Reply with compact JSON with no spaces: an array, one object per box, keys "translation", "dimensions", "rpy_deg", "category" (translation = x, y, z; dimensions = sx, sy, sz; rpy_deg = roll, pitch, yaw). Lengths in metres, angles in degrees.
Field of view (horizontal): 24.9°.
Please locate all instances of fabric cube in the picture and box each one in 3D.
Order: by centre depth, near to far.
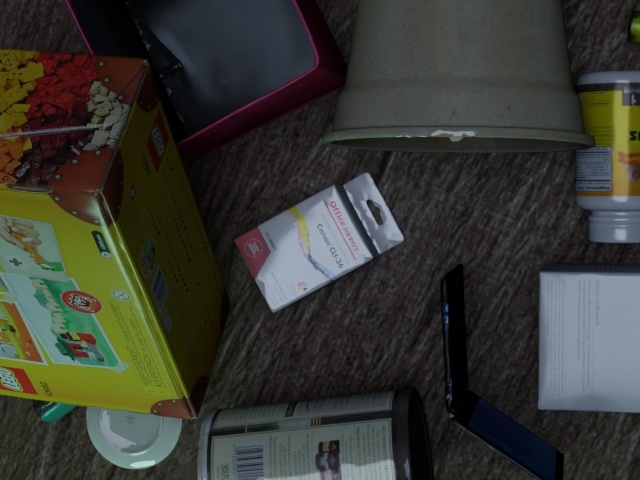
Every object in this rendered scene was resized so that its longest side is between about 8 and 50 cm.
[{"translation":[-0.136,-0.267,1.867],"dimensions":[0.259,0.258,0.254],"rpy_deg":[-27,87,11],"category":"fabric cube"}]

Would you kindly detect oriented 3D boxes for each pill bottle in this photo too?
[{"translation":[0.383,-0.106,1.847],"dimensions":[0.117,0.117,0.215],"rpy_deg":[0,93,11],"category":"pill bottle"}]

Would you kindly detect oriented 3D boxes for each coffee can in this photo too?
[{"translation":[-0.001,0.304,1.899],"dimensions":[0.275,0.201,0.202],"rpy_deg":[-7,92,12],"category":"coffee can"}]

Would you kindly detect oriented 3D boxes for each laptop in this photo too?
[{"translation":[0.232,0.166,1.831],"dimensions":[0.136,0.234,0.264],"rpy_deg":[-2,92,10],"category":"laptop"}]

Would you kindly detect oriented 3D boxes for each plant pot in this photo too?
[{"translation":[0.168,-0.267,1.776],"dimensions":[0.333,0.334,0.305],"rpy_deg":[1,91,11],"category":"plant pot"}]

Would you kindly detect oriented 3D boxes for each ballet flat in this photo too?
[{"translation":[-0.320,0.180,2.022],"dimensions":[0.203,0.074,0.074],"rpy_deg":[-30,87,17],"category":"ballet flat"}]

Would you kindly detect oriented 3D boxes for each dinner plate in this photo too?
[{"translation":[-0.265,0.253,2.041],"dimensions":[0.141,0.017,0.141],"rpy_deg":[0,91,10],"category":"dinner plate"}]

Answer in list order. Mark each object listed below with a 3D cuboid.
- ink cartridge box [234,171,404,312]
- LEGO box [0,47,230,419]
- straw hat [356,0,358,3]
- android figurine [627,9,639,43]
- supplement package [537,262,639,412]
[{"translation":[0.000,0.000,1.950],"dimensions":[0.198,0.067,0.115],"rpy_deg":[-29,87,10],"category":"ink cartridge box"},{"translation":[-0.351,0.001,1.786],"dimensions":[0.372,0.500,0.193],"rpy_deg":[6,55,13],"category":"LEGO box"},{"translation":[0.085,-0.352,1.917],"dimensions":[0.061,0.144,0.144],"rpy_deg":[32,101,50],"category":"straw hat"},{"translation":[0.533,-0.293,1.834],"dimensions":[0.272,0.056,0.248],"rpy_deg":[11,100,10],"category":"android figurine"},{"translation":[0.423,0.120,1.821],"dimensions":[0.293,0.177,0.175],"rpy_deg":[0,93,11],"category":"supplement package"}]
